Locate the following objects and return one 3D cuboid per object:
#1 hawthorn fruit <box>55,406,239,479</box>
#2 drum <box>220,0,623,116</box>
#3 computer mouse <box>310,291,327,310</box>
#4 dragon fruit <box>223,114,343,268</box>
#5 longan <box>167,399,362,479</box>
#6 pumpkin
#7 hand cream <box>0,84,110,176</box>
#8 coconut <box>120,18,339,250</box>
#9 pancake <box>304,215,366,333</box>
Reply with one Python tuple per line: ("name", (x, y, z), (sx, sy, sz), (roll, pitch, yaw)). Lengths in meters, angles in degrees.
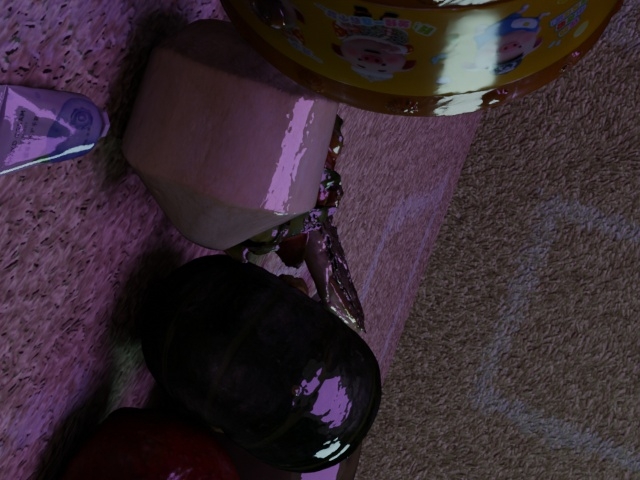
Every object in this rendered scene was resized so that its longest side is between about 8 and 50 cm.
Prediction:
("hawthorn fruit", (-0.196, 0.295, 1.640), (0.266, 0.210, 0.230), (-76, 179, -75))
("drum", (0.091, -0.333, 1.271), (0.214, 0.431, 0.431), (89, 26, -64))
("computer mouse", (-0.029, 0.198, 2.438), (0.145, 0.082, 0.236), (-51, 158, -50))
("dragon fruit", (-0.047, -0.071, 1.596), (0.200, 0.269, 0.198), (-29, 117, -8))
("longan", (-0.077, 0.251, 1.915), (0.288, 0.289, 0.350), (77, 29, -69))
("pumpkin", (-0.065, 0.138, 1.657), (0.207, 0.300, 0.300), (-55, 165, -10))
("hand cream", (-0.229, -0.093, 1.181), (0.142, 0.053, 0.084), (-18, 130, -61))
("coconut", (-0.089, -0.099, 1.395), (0.202, 0.202, 0.221), (-19, 127, -74))
("pancake", (0.001, 0.000, 1.971), (0.282, 0.049, 0.282), (-21, 90, -85))
